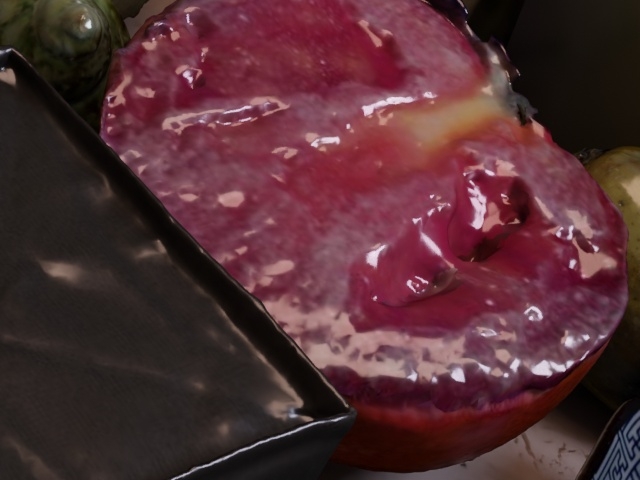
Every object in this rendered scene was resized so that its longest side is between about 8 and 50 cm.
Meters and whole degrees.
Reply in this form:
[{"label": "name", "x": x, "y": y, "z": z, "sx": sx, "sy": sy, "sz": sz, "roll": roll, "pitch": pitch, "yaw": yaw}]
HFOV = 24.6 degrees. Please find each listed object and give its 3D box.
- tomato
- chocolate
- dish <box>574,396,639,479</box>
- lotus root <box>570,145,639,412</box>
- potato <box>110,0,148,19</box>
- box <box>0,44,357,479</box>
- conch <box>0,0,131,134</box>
[{"label": "tomato", "x": -0.004, "y": -0.001, "z": 0.851, "sx": 0.289, "sy": 0.176, "sz": 0.335, "roll": -18, "pitch": 60, "yaw": -36}, {"label": "chocolate", "x": 0.167, "y": -0.177, "z": 1.107, "sx": 0.314, "sy": 0.326, "sz": 0.297, "roll": -6, "pitch": 30, "yaw": -33}, {"label": "dish", "x": 0.233, "y": 0.217, "z": 0.811, "sx": 0.243, "sy": 0.080, "sz": 0.182, "roll": 32, "pitch": 35, "yaw": 11}, {"label": "lotus root", "x": 0.232, "y": 0.056, "z": 0.951, "sx": 0.278, "sy": 0.154, "sz": 0.154, "roll": 46, "pitch": 35, "yaw": -8}, {"label": "potato", "x": -0.177, "y": -0.240, "z": 1.063, "sx": 0.165, "sy": 0.165, "sz": 0.262, "roll": 9, "pitch": 34, "yaw": -23}, {"label": "box", "x": -0.205, "y": 0.094, "z": 0.579, "sx": 0.345, "sy": 0.204, "sz": 0.251, "roll": -18, "pitch": 55, "yaw": -45}, {"label": "conch", "x": -0.200, "y": -0.124, "z": 0.897, "sx": 0.124, "sy": 0.181, "sz": 0.187, "roll": 15, "pitch": 69, "yaw": -70}]
